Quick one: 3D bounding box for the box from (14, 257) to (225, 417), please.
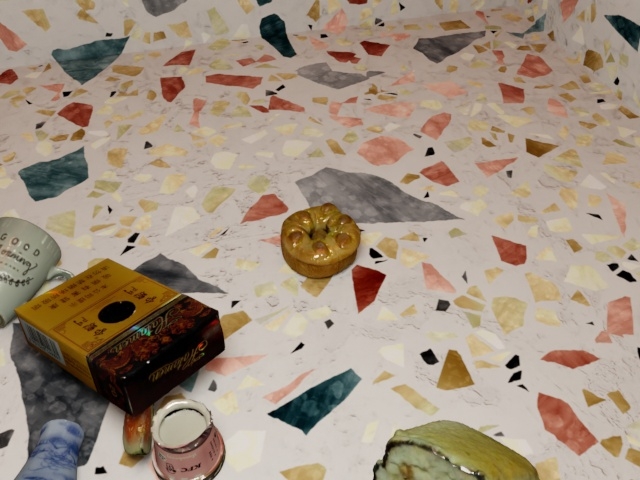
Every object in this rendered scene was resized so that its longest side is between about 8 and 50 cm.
[{"bbox_3d":[-0.443,0.197,1.458,0.415,0.116,0.264,20,38,36],"label":"box"}]

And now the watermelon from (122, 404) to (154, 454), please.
[{"bbox_3d":[-0.381,0.363,1.389,0.063,0.119,0.245,7,35,-13],"label":"watermelon"}]

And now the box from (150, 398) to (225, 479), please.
[{"bbox_3d":[-0.272,0.405,1.335,0.151,0.135,0.151,1,42,-1],"label":"box"}]

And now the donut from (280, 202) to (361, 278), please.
[{"bbox_3d":[-0.002,0.000,1.781,0.226,0.114,0.227,0,44,0],"label":"donut"}]

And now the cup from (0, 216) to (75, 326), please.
[{"bbox_3d":[-0.755,0.102,1.650,0.258,0.186,0.234,25,51,-13],"label":"cup"}]

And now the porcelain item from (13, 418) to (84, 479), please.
[{"bbox_3d":[-0.531,0.473,1.267,0.141,0.141,0.259,-3,35,-3],"label":"porcelain item"}]

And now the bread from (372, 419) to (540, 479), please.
[{"bbox_3d":[0.223,0.452,1.120,0.239,0.395,0.264,32,32,30],"label":"bread"}]
